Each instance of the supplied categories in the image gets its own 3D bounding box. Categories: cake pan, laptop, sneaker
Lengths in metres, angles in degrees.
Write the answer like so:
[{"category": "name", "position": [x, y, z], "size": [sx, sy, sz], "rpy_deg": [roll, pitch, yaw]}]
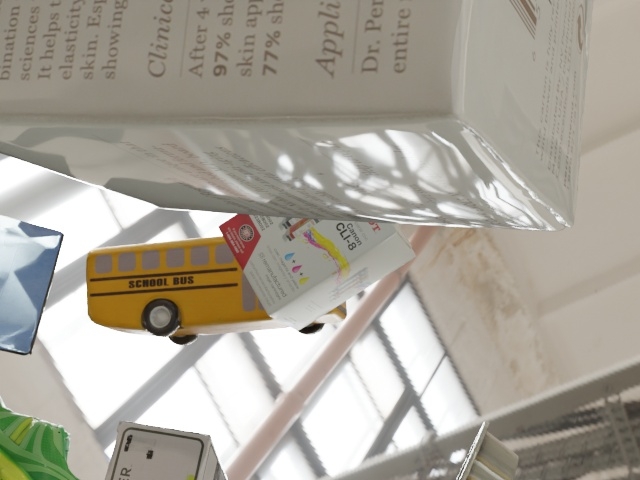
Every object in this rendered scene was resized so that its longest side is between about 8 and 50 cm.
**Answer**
[{"category": "cake pan", "position": [0.149, 0.348, 1.215], "size": [0.054, 0.293, 0.293], "rpy_deg": [25, -64, 11]}, {"category": "laptop", "position": [-0.578, -0.066, 1.549], "size": [0.236, 0.382, 0.408], "rpy_deg": [-16, -63, 2]}, {"category": "sneaker", "position": [-0.438, 0.309, 1.580], "size": [0.295, 0.123, 0.109], "rpy_deg": [45, -46, 28]}]

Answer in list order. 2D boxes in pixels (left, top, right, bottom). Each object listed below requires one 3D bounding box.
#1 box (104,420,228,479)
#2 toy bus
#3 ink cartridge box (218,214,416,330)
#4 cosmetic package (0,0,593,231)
[{"category": "box", "position": [-0.148, 0.302, 1.041], "size": [0.087, 0.169, 0.290], "rpy_deg": [8, -28, 6]}, {"category": "toy bus", "position": [-0.137, 0.065, 1.430], "size": [0.332, 0.108, 0.130], "rpy_deg": [-6, -103, 9]}, {"category": "ink cartridge box", "position": [0.000, 0.000, 1.248], "size": [0.176, 0.127, 0.128], "rpy_deg": [-33, -109, 5]}, {"category": "cosmetic package", "position": [-0.023, -0.201, 0.789], "size": [0.393, 0.327, 0.330], "rpy_deg": [4, -98, 25]}]
